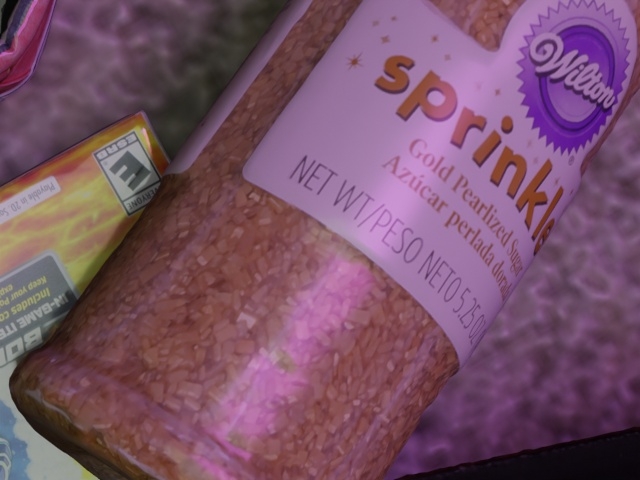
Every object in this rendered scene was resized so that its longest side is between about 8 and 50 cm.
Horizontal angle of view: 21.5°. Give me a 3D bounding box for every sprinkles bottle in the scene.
[{"bbox_3d":[0.045,-0.058,0.569,0.121,0.121,0.355,37,76,-8],"label":"sprinkles bottle"}]

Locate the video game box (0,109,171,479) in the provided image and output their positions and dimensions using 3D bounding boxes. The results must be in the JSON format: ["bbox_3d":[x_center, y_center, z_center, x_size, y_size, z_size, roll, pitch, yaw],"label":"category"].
[{"bbox_3d":[-0.108,0.082,0.610,0.205,0.048,0.187,-30,98,-8],"label":"video game box"}]

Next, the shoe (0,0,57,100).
[{"bbox_3d":[-0.107,-0.137,0.588,0.063,0.081,0.178,11,89,-10],"label":"shoe"}]

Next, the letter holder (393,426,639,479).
[{"bbox_3d":[0.181,0.165,0.624,0.302,0.214,0.152,-11,61,-9],"label":"letter holder"}]
